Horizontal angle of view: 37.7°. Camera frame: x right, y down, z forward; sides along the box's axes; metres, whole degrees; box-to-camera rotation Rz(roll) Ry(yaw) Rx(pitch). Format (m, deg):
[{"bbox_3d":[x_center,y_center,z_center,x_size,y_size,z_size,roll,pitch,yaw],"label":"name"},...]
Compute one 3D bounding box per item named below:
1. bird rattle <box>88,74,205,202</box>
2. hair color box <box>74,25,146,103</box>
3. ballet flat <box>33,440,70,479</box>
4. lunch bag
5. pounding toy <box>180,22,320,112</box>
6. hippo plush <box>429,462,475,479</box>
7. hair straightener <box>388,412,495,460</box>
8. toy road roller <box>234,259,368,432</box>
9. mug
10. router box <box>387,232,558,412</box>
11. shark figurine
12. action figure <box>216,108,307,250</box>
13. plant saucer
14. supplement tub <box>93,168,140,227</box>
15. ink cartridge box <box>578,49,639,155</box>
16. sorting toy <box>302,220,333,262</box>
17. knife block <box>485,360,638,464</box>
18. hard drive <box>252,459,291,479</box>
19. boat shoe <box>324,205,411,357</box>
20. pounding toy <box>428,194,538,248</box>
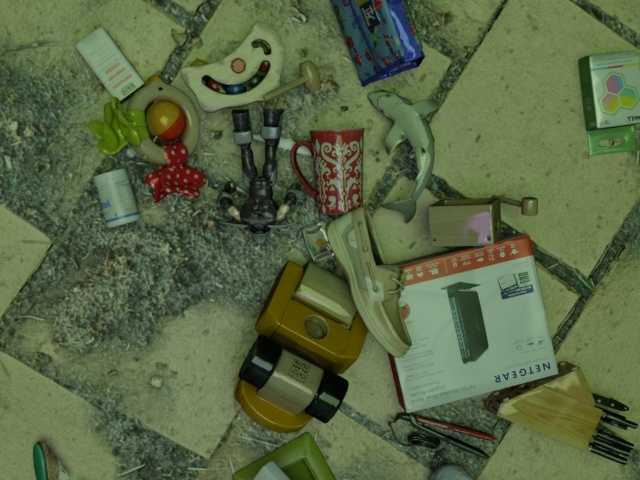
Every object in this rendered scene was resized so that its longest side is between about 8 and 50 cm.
[{"bbox_3d":[-0.310,-0.207,1.842,0.253,0.143,0.207,37,64,-23],"label":"bird rattle"},{"bbox_3d":[-0.418,-0.349,1.872,0.072,0.043,0.141,-36,95,-3],"label":"hair color box"},{"bbox_3d":[-0.539,0.501,1.894,0.067,0.073,0.206,-4,96,-33],"label":"ballet flat"},{"bbox_3d":[0.125,-0.436,1.802,0.138,0.293,0.221,-21,94,-5],"label":"lunch bag"},{"bbox_3d":[-0.141,-0.345,1.846,0.269,0.155,0.154,-13,98,-5],"label":"pounding toy"},{"bbox_3d":[0.271,0.584,1.892,0.236,0.234,0.294,-42,77,-14],"label":"hippo plush"},{"bbox_3d":[0.249,0.423,1.976,0.230,0.047,0.089,16,90,-6],"label":"hair straightener"},{"bbox_3d":[-0.053,0.229,1.887,0.202,0.240,0.330,29,52,-7],"label":"toy road roller"},{"bbox_3d":[0.025,-0.142,1.915,0.113,0.150,0.169,-10,99,-42],"label":"mug"},{"bbox_3d":[0.298,0.168,1.952,0.335,0.082,0.301,-14,94,-5],"label":"router box"},{"bbox_3d":[0.203,-0.184,1.925,0.166,0.116,0.278,-11,85,28],"label":"shark figurine"},{"bbox_3d":[-0.118,-0.121,1.881,0.185,0.099,0.285,-1,98,-2],"label":"action figure"},{"bbox_3d":[-0.059,0.526,1.949,0.188,0.045,0.188,-29,95,-4],"label":"plant saucer"},{"bbox_3d":[-0.407,-0.084,1.872,0.071,0.071,0.107,-17,94,-5],"label":"supplement tub"},{"bbox_3d":[0.617,-0.289,1.978,0.108,0.062,0.209,-8,94,-7],"label":"ink cartridge box"},{"bbox_3d":[0.000,0.000,1.936,0.083,0.045,0.075,-23,80,-23],"label":"sorting toy"},{"bbox_3d":[0.519,0.394,1.984,0.275,0.088,0.242,-23,94,-5],"label":"knife block"},{"bbox_3d":[-0.041,0.607,1.848,0.307,0.040,0.203,44,126,17],"label":"hard drive"},{"bbox_3d":[0.114,0.080,1.832,0.098,0.109,0.302,-28,79,18],"label":"boat shoe"},{"bbox_3d":[0.340,-0.037,1.913,0.206,0.181,0.094,-1,98,18],"label":"pounding toy"}]
